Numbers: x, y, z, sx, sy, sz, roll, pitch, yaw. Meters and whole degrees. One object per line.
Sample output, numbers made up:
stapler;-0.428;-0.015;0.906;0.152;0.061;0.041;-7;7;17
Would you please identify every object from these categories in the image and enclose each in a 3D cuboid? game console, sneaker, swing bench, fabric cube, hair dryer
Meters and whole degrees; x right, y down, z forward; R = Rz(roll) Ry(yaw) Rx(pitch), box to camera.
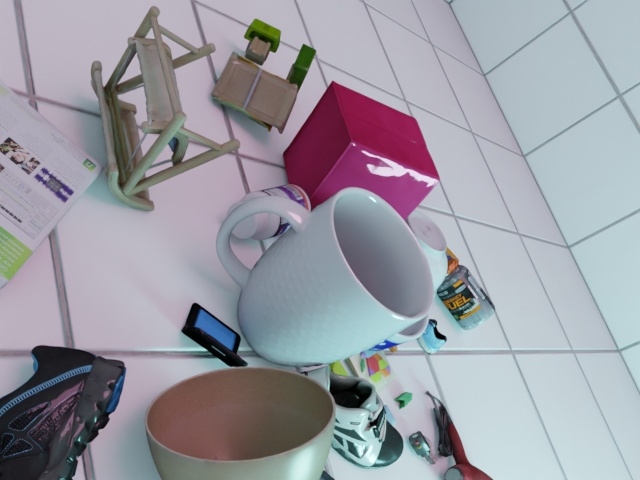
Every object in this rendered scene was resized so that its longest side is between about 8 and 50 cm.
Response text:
game console;-0.184;0.171;1.254;0.122;0.107;0.071;40;64;-22
sneaker;-0.383;0.285;0.889;0.139;0.125;0.341;21;42;-2
swing bench;-0.312;-0.232;1.260;0.165;0.254;0.253;21;45;-54
fabric cube;0.090;-0.184;1.679;0.258;0.254;0.259;18;39;-27
hair dryer;0.336;0.506;1.616;0.293;0.080;0.223;53;32;-4
sneaker;0.080;0.353;1.367;0.330;0.146;0.122;35;37;-30
sneaker;0.271;0.214;1.791;0.162;0.073;0.063;49;33;-4

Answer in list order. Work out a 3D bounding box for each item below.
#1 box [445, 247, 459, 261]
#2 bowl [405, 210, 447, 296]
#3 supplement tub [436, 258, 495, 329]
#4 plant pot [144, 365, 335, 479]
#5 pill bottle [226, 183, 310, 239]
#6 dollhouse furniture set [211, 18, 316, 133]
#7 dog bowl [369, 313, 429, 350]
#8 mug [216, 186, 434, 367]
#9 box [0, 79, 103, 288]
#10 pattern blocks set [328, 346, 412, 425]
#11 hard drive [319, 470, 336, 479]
box;0.335;0.036;2.022;0.136;0.081;0.028;44;35;-16
bowl;0.243;0.015;1.834;0.298;0.134;0.298;30;34;-24
supplement tub;0.406;0.154;1.978;0.190;0.117;0.117;53;33;-3
plant pot;-0.116;0.341;1.050;0.284;0.284;0.191;-25;118;-57
pill bottle;-0.115;-0.060;1.507;0.193;0.108;0.108;-20;78;-56
dollhouse furniture set;-0.159;-0.395;1.784;0.197;0.151;0.302;24;58;-9
dog bowl;0.134;0.120;1.601;0.265;0.104;0.265;30;46;-37
mug;-0.029;0.067;1.304;0.374;0.328;0.276;42;35;-19
box;-0.513;-0.096;1.079;0.232;0.058;0.322;43;34;-19
pattern blocks set;0.103;0.261;1.580;0.325;0.026;0.285;54;33;-3
hard drive;-0.015;0.476;1.244;0.094;0.022;0.135;45;34;-17
